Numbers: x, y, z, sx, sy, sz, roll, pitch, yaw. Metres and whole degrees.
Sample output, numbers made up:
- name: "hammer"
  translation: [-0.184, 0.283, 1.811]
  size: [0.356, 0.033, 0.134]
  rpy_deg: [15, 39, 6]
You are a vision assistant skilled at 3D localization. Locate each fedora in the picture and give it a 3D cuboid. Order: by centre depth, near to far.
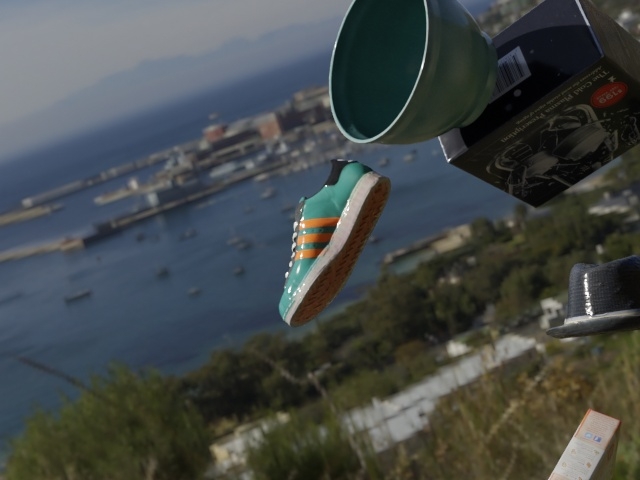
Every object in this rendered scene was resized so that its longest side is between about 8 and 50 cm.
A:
- name: "fedora"
  translation: [0.610, 0.113, 2.434]
  size: [0.333, 0.153, 0.334]
  rpy_deg: [-7, -6, -1]

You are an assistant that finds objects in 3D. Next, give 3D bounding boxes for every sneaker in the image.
- name: "sneaker"
  translation: [0.000, 0.000, 2.026]
  size: [0.121, 0.302, 0.108]
  rpy_deg: [31, 0, 28]

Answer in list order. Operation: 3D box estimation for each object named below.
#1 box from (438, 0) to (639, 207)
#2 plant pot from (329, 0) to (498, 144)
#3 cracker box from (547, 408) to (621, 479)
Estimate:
- name: "box"
  translation: [0.427, -0.254, 2.176]
  size: [0.343, 0.179, 0.312]
  rpy_deg: [-35, -34, 29]
- name: "plant pot"
  translation: [0.173, -0.292, 1.992]
  size: [0.196, 0.293, 0.293]
  rpy_deg: [9, -6, -29]
- name: "cracker box"
  translation: [0.446, 0.428, 2.049]
  size: [0.067, 0.156, 0.232]
  rpy_deg: [19, 43, 25]
